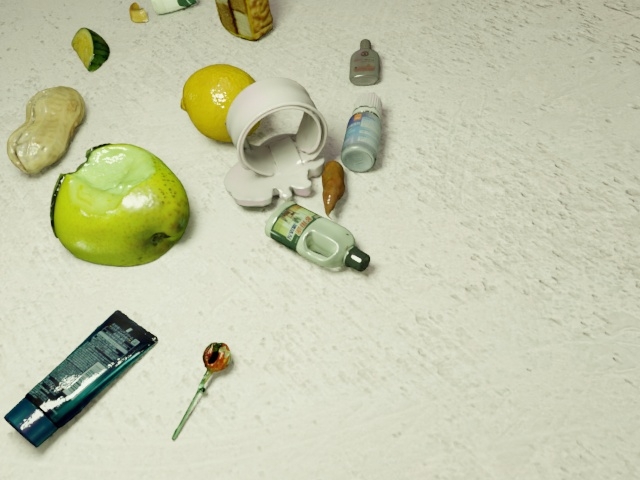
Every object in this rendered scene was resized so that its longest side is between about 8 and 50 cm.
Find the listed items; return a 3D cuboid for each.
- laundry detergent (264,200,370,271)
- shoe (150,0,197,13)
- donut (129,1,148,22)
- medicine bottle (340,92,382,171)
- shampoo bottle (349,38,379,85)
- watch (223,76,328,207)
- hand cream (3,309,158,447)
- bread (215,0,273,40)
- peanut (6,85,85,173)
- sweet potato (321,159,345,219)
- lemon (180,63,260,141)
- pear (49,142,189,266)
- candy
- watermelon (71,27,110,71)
[{"bbox_3d":[0.000,0.000,1.156,0.225,0.070,0.099,29,51,26],"label":"laundry detergent"},{"bbox_3d":[-0.454,-0.885,1.875,0.160,0.132,0.363,-5,56,5],"label":"shoe"},{"bbox_3d":[-0.581,-0.732,1.830,0.067,0.038,0.083,-6,53,7],"label":"donut"},{"bbox_3d":[0.101,-0.256,1.332,0.083,0.084,0.203,5,52,12],"label":"medicine bottle"},{"bbox_3d":[0.119,-0.478,1.528,0.079,0.040,0.165,-1,53,9],"label":"shampoo bottle"},{"bbox_3d":[-0.106,-0.208,1.232,0.244,0.231,0.196,-19,55,-11],"label":"watch"},{"bbox_3d":[-0.433,0.243,1.042,0.120,0.061,0.270,27,56,24],"label":"hand cream"},{"bbox_3d":[-0.229,-0.690,1.630,0.181,0.222,0.096,33,65,24],"label":"bread"},{"bbox_3d":[-0.687,-0.286,1.444,0.129,0.130,0.290,0,55,9],"label":"peanut"},{"bbox_3d":[0.027,-0.111,1.242,0.056,0.057,0.195,-2,41,7],"label":"sweet potato"},{"bbox_3d":[-0.234,-0.329,1.371,0.244,0.187,0.187,13,54,30],"label":"lemon"},{"bbox_3d":[-0.407,-0.075,1.220,0.292,0.159,0.293,-2,53,3],"label":"pear"},{"bbox_3d":[-0.212,0.262,1.006,0.055,0.049,0.185,-2,54,47],"label":"candy"},{"bbox_3d":[-0.682,-0.580,1.730,0.181,0.075,0.092,47,114,35],"label":"watermelon"}]
